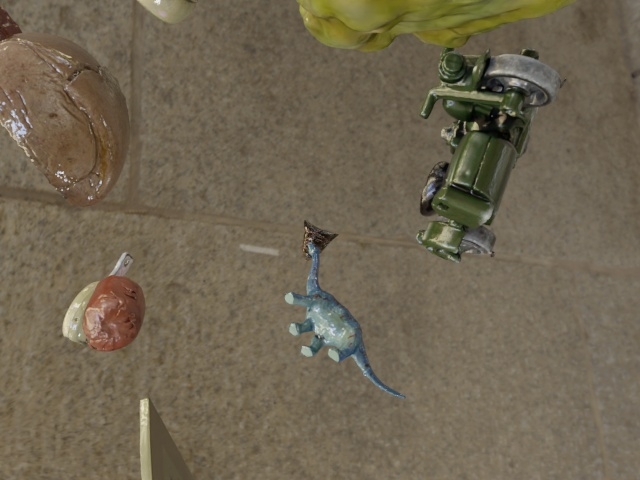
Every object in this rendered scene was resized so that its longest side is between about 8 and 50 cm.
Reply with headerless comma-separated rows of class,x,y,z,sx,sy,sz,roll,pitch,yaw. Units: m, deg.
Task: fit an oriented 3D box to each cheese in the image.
cheese,-0.491,0.129,1.504,0.064,0.137,0.228,25,73,14

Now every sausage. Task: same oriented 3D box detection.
sausage,-0.249,0.087,0.809,0.076,0.141,0.076,-2,99,-11

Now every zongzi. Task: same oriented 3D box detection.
zongzi,0.000,0.000,1.334,0.073,0.067,0.083,4,79,2

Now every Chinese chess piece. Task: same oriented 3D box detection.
Chinese chess piece,-0.230,-0.363,0.936,0.122,0.051,0.122,44,20,-20

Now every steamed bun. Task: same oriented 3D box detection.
steamed bun,-0.443,-0.233,1.178,0.199,0.251,0.301,-37,116,-8

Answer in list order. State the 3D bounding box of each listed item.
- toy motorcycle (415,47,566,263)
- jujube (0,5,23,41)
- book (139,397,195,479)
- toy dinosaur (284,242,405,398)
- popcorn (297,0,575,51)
toy motorcycle,0.164,-0.089,0.729,0.127,0.275,0.205,20,84,13
jujube,-0.774,-0.463,1.507,0.250,0.174,0.174,60,43,-51
book,-0.244,0.448,1.145,0.021,0.217,0.311,-19,124,-4
toy dinosaur,0.012,0.145,1.135,0.144,0.076,0.329,-10,59,-42
popcorn,0.116,-0.253,0.438,0.292,0.294,0.334,27,39,14
